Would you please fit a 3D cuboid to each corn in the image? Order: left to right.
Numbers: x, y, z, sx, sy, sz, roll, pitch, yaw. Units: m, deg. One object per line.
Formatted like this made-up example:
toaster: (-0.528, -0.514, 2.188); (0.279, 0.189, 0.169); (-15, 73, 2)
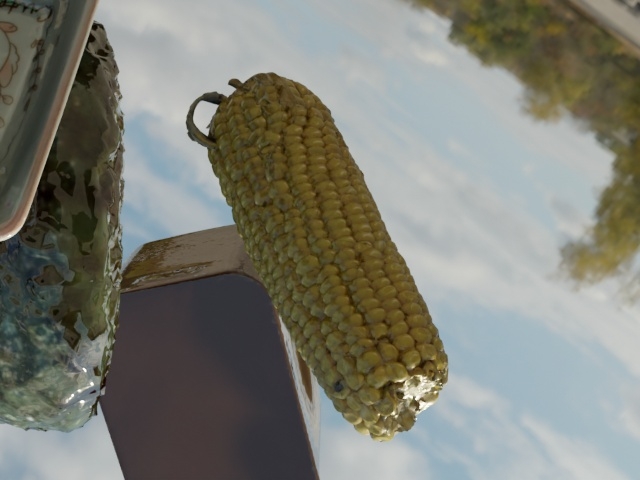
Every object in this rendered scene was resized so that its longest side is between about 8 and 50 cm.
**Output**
corn: (0.000, 0.000, 0.786); (0.106, 0.106, 0.293); (17, -144, -48)

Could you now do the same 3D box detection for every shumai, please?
shumai: (-0.347, -0.035, 1.025); (0.348, 0.395, 0.395); (6, -157, -12)

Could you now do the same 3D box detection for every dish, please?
dish: (-0.201, -0.114, 0.638); (0.154, 0.234, 0.064); (15, 165, 1)

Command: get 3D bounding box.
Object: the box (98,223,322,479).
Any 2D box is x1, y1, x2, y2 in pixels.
box: (-0.136, 0.168, 1.495); (0.229, 0.239, 0.339); (-79, -23, -69)
